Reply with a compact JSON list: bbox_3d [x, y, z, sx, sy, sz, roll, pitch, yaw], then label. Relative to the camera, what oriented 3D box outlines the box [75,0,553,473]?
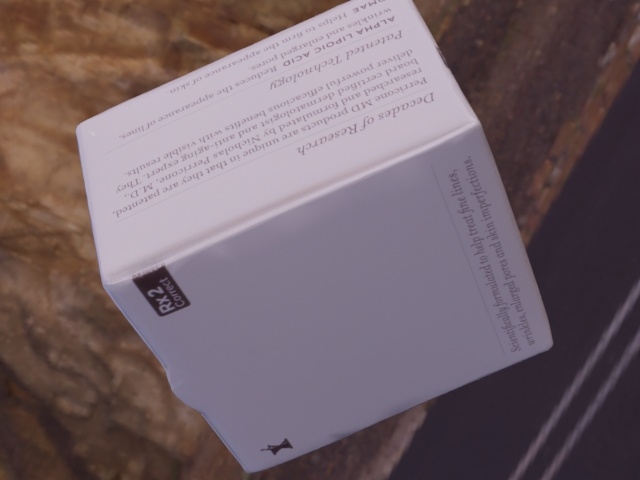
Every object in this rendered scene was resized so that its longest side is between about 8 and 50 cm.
[{"bbox_3d":[0.000,0.000,0.596,0.181,0.182,0.119,63,-174,-47],"label":"box"}]
